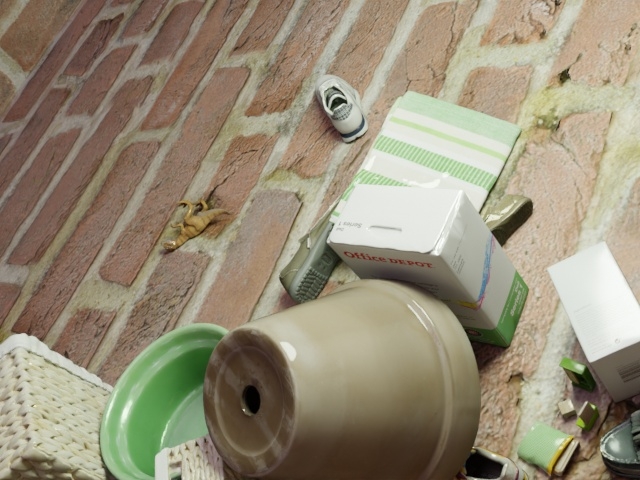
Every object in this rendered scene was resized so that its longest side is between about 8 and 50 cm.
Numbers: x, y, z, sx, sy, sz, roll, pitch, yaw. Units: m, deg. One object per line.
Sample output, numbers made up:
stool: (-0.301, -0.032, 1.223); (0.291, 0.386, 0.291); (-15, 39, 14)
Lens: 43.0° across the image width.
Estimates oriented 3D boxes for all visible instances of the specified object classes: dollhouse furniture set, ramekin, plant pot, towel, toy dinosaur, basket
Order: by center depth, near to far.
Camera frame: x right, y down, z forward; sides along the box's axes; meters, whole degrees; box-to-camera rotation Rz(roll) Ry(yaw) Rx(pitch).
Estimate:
plant pot: (0.007, 0.210, 1.104); (0.323, 0.280, 0.323); (-4, 84, 45)
basket: (-0.138, 0.353, 1.116); (0.103, 0.167, 0.113); (-27, 42, 13)
dollhouse furniture set: (0.331, 0.244, 1.130); (0.076, 0.058, 0.152); (21, 70, 46)
ramekin: (-0.219, 0.311, 1.422); (0.303, 0.148, 0.304); (-20, 45, 21)
basket: (-0.527, 0.407, 1.452); (0.328, 0.331, 0.266); (-39, 44, 5)
towel: (0.192, -0.118, 1.497); (0.247, 0.038, 0.325); (22, 68, 19)
toy dinosaur: (-0.274, -0.047, 1.849); (0.211, 0.064, 0.112); (-32, 60, 25)

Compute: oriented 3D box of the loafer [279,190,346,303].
loafer: (0.000, 0.000, 1.560); (0.087, 0.094, 0.251); (25, 73, 42)

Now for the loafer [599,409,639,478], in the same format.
loafer: (0.475, 0.227, 1.014); (0.267, 0.084, 0.096); (-20, 47, 24)

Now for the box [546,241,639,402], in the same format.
box: (0.403, 0.113, 1.131); (0.091, 0.130, 0.171); (-28, 44, 17)

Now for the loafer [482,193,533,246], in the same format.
loafer: (0.297, -0.025, 1.387); (0.148, 0.056, 0.050); (-38, 40, -9)

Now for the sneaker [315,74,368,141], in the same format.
sneaker: (0.035, -0.317, 1.799); (0.090, 0.095, 0.235); (-37, 40, 8)

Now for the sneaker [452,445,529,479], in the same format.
sneaker: (0.199, 0.316, 1.152); (0.185, 0.084, 0.070); (-1, 56, 36)

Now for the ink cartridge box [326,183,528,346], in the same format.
ink cartridge box: (0.171, 0.039, 1.258); (0.201, 0.278, 0.117); (6, 61, 40)
